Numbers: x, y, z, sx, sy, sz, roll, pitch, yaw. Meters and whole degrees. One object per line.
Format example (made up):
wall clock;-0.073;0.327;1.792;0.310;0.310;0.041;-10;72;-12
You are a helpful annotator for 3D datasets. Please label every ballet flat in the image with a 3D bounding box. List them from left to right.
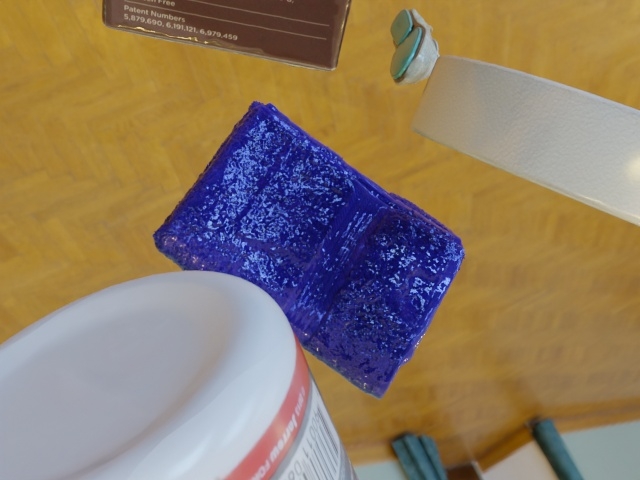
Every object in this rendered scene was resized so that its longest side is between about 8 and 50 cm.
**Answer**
ballet flat;0.108;-0.205;0.902;0.052;0.168;0.057;31;123;-17

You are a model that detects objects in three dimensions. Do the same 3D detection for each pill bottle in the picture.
pill bottle;-0.057;0.217;0.484;0.210;0.210;0.363;-24;116;-6

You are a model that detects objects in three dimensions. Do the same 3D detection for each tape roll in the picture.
tape roll;0.264;-0.053;0.706;0.392;0.392;0.072;11;105;-47

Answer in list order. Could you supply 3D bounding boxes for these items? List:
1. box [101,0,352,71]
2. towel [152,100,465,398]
box;-0.046;-0.254;0.566;0.166;0.169;0.203;11;133;-4
towel;0.000;0.000;0.925;0.228;0.308;0.076;-59;-175;-28
